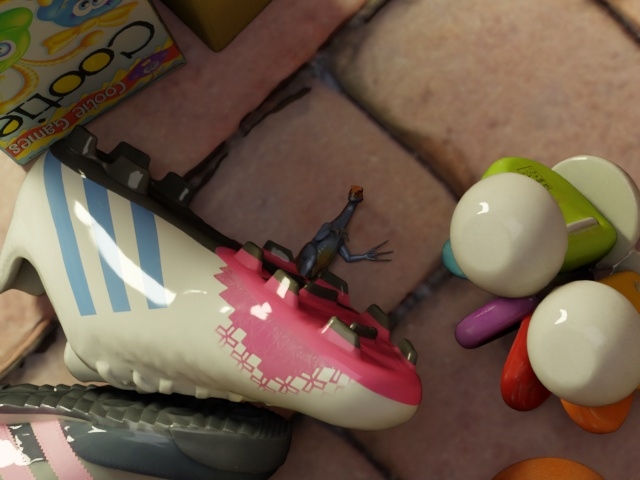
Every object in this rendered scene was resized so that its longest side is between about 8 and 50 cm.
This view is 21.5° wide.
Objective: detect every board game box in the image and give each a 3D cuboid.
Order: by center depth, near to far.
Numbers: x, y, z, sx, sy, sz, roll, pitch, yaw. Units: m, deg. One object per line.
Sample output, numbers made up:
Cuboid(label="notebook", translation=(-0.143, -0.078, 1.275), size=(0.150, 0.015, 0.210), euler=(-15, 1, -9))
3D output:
Cuboid(label="board game box", translation=(-0.204, -0.174, 1.065), size=(0.142, 0.275, 0.144), euler=(-32, 75, -1))

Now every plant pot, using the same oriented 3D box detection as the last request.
Cuboid(label="plant pot", translation=(-0.076, -0.194, 1.152), size=(0.081, 0.083, 0.081), euler=(-45, 76, -4))

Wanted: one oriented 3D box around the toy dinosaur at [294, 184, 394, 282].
Cuboid(label="toy dinosaur", translation=(0.000, 0.000, 1.123), size=(0.090, 0.047, 0.082), euler=(4, 59, 19))

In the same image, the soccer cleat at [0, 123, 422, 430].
Cuboid(label="soccer cleat", translation=(-0.079, 0.055, 1.064), size=(0.331, 0.116, 0.143), euler=(34, 99, 34))

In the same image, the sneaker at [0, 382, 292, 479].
Cuboid(label="sneaker", translation=(-0.174, 0.162, 1.088), size=(0.319, 0.112, 0.131), euler=(0, 94, 10))

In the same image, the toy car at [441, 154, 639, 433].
Cuboid(label="toy car", translation=(0.146, 0.038, 1.055), size=(0.136, 0.159, 0.182), euler=(-45, 73, 34))

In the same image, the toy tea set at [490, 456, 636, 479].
Cuboid(label="toy tea set", translation=(0.043, 0.223, 1.049), size=(0.336, 0.124, 0.200), euler=(6, 108, 5))
